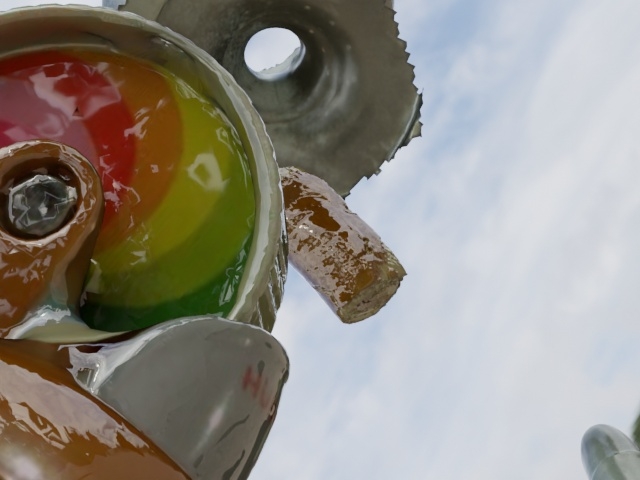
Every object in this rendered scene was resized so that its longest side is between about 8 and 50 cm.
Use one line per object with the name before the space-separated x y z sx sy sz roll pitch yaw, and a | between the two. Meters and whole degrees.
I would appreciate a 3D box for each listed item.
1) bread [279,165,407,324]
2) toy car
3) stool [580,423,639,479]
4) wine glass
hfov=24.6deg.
bread | 0.000 0.000 0.674 0.047 0.083 0.036 -9 -44 -51
toy car | -0.098 0.027 0.461 0.235 0.235 0.145 -48 -17 -16
stool | 0.236 0.277 1.071 0.195 0.199 0.195 35 -82 -23
wine glass | -0.052 -0.164 1.086 0.238 0.323 0.238 -4 -68 -10
